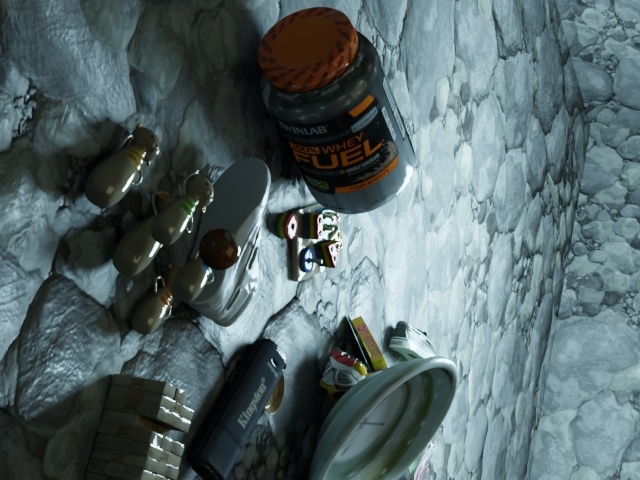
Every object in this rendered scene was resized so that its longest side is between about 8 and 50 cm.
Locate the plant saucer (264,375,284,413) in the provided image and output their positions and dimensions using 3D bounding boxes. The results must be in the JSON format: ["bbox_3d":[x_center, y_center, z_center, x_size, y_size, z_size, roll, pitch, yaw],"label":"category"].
[{"bbox_3d":[-0.088,0.262,1.863,0.083,0.015,0.083,-15,107,-63],"label":"plant saucer"}]

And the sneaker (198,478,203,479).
[{"bbox_3d":[-0.183,0.445,1.621,0.290,0.106,0.123,5,106,-62],"label":"sneaker"}]

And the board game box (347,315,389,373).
[{"bbox_3d":[0.121,0.266,2.205,0.124,0.039,0.259,60,-2,46],"label":"board game box"}]

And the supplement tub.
[{"bbox_3d":[0.026,-0.218,1.810,0.338,0.207,0.207,61,41,-48],"label":"supplement tub"}]

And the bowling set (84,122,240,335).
[{"bbox_3d":[-0.175,-0.005,1.442,0.154,0.200,0.287,-57,146,-47],"label":"bowling set"}]

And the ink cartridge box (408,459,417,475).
[{"bbox_3d":[0.179,0.415,2.391,0.109,0.062,0.209,-58,145,-45],"label":"ink cartridge box"}]

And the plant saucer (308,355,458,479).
[{"bbox_3d":[0.102,0.366,2.073,0.400,0.100,0.400,-34,147,-26],"label":"plant saucer"}]

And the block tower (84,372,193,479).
[{"bbox_3d":[-0.263,0.356,1.418,0.091,0.097,0.335,44,56,-57],"label":"block tower"}]

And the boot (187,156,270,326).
[{"bbox_3d":[-0.134,0.005,1.662,0.258,0.095,0.123,-68,156,-17],"label":"boot"}]

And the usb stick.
[{"bbox_3d":[-0.130,0.274,1.727,0.077,0.045,0.278,49,43,-19],"label":"usb stick"}]

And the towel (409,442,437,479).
[{"bbox_3d":[0.226,0.573,2.485,0.197,0.029,0.144,93,22,-52],"label":"towel"}]

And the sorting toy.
[{"bbox_3d":[0.000,0.000,1.974,0.274,0.046,0.132,-20,112,-63],"label":"sorting toy"}]

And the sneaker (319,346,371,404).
[{"bbox_3d":[0.051,0.287,2.105,0.092,0.088,0.225,-56,148,-10],"label":"sneaker"}]

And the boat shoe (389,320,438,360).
[{"bbox_3d":[0.227,0.240,2.451,0.219,0.078,0.070,39,60,-58],"label":"boat shoe"}]
